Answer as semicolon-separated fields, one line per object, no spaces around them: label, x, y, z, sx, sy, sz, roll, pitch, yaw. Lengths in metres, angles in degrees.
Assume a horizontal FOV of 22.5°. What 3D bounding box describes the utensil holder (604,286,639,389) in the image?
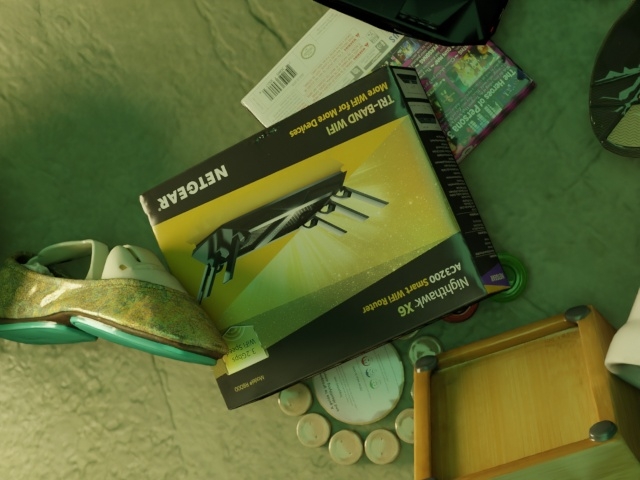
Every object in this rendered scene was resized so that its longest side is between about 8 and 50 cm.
utensil holder;0.463;-0.014;1.367;0.328;0.327;0.385;20;82;16

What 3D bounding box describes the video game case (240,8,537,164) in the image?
video game case;0.068;-0.151;1.652;0.232;0.042;0.210;-46;76;9

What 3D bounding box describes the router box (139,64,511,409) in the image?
router box;0.000;0.000;1.604;0.309;0.081;0.243;-27;83;23

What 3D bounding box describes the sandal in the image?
sandal;0.349;-0.215;1.558;0.120;0.086;0.302;14;76;22

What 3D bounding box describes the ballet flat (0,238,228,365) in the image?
ballet flat;-0.220;0.056;1.639;0.349;0.123;0.123;2;87;45

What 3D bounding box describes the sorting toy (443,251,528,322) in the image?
sorting toy;0.157;0.042;1.621;0.102;0.042;0.061;-25;96;2

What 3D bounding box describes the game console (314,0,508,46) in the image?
game console;0.132;-0.376;1.619;0.213;0.044;0.361;22;83;13

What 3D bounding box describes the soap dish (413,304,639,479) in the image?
soap dish;0.189;0.185;1.469;0.229;0.291;0.118;-19;114;12

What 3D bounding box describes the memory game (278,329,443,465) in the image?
memory game;0.041;0.142;1.658;0.186;0.012;0.186;-1;87;16
